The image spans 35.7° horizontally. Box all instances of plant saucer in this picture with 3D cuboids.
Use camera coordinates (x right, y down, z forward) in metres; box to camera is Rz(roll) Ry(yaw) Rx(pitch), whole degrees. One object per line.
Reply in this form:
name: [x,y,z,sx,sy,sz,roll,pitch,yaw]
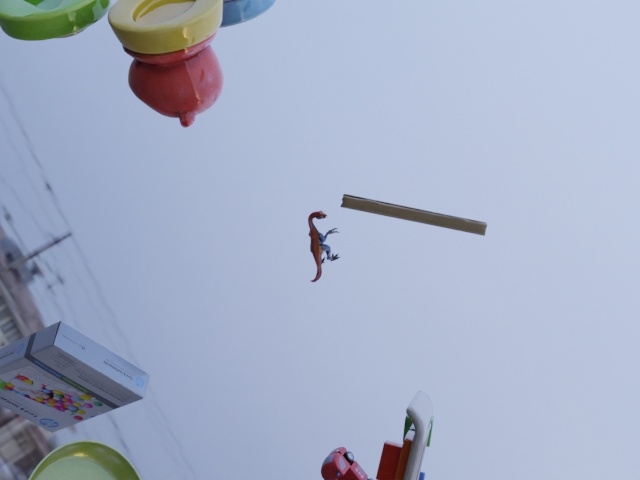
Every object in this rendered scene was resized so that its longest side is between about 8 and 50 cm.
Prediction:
plant saucer: [-0.355,0.419,1.473,0.037,0.241,0.241,-18,-73,36]

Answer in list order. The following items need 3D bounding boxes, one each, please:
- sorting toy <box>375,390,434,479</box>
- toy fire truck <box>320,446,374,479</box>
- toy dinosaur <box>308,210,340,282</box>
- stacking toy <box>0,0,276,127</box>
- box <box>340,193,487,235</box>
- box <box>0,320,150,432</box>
sorting toy: [0.077,0.256,1.011,0.047,0.196,0.347,9,-1,9]
toy fire truck: [0.060,0.475,1.771,0.047,0.135,0.192,-39,-91,29]
toy dinosaur: [0.000,0.000,1.454,0.047,0.090,0.082,-8,-46,23]
stacking toy: [-0.201,-0.258,1.155,0.279,0.309,0.130,4,-51,18]
box: [0.134,-0.037,1.427,0.164,0.201,0.021,-15,116,-84]
box: [-0.329,0.173,1.239,0.186,0.038,0.145,-22,-47,34]
